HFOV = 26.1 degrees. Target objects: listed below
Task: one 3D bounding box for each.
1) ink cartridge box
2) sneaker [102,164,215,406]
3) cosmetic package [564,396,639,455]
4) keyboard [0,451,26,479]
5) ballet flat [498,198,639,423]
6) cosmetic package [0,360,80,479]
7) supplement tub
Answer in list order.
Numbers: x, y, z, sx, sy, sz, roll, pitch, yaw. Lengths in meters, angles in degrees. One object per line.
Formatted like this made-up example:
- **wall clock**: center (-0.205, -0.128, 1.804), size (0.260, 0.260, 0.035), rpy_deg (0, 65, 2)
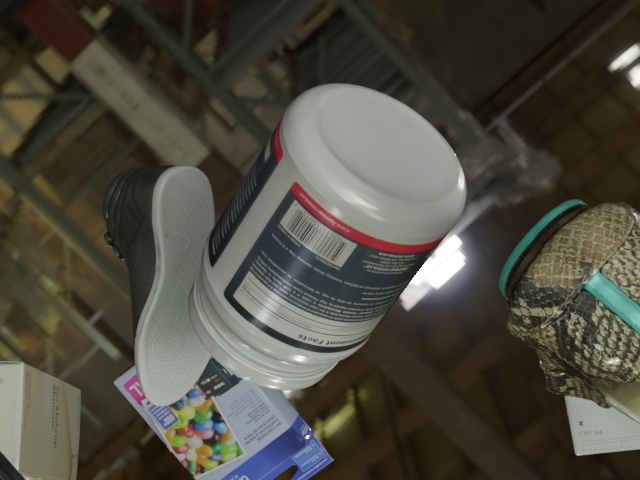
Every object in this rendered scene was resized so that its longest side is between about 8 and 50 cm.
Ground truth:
- **ink cartridge box**: center (-0.147, 0.275, 2.104), size (0.186, 0.311, 0.065), rpy_deg (-38, -174, 18)
- **sneaker**: center (-0.199, 0.044, 1.669), size (0.105, 0.295, 0.147), rpy_deg (-4, -165, -33)
- **cosmetic package**: center (0.464, 0.183, 2.010), size (0.224, 0.224, 0.138), rpy_deg (-8, -143, 12)
- **keyboard**: center (-0.389, 0.270, 1.446), size (0.033, 0.317, 0.201), rpy_deg (-43, 180, 32)
- **ballet flat**: center (0.264, 0.086, 1.140), size (0.164, 0.182, 0.483), rpy_deg (-49, 163, 4)
- **cosmetic package**: center (-0.452, 0.278, 2.055), size (0.309, 0.113, 0.160), rpy_deg (63, 26, -77)
- **supplement tub**: center (0.000, 0.000, 1.343), size (0.272, 0.191, 0.191), rpy_deg (-55, -175, 38)
